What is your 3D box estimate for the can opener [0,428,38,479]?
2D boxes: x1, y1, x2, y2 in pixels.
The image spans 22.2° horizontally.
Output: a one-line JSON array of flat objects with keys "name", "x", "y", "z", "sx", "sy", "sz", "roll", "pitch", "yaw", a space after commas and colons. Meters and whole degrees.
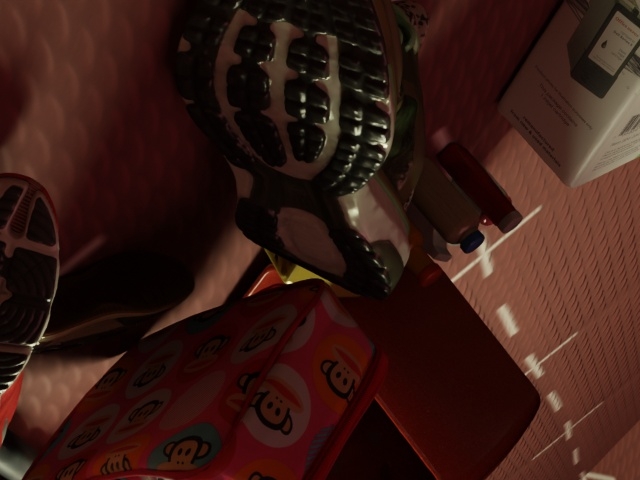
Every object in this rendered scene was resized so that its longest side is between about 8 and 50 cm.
[{"name": "can opener", "x": -0.259, "y": 0.224, "z": 1.409, "sx": 0.076, "sy": 0.095, "sz": 0.283, "roll": -37, "pitch": 161, "yaw": -7}]

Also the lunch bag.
[{"name": "lunch bag", "x": -0.091, "y": 0.138, "z": 1.308, "sx": 0.293, "sy": 0.120, "sz": 0.258, "roll": -19, "pitch": -150, "yaw": 47}]

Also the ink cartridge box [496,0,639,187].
[{"name": "ink cartridge box", "x": 0.311, "y": -0.196, "z": 1.467, "sx": 0.198, "sy": 0.114, "sz": 0.273, "roll": -24, "pitch": 156, "yaw": -38}]

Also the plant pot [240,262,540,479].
[{"name": "plant pot", "x": 0.048, "y": 0.167, "z": 1.559, "sx": 0.236, "sy": 0.267, "sz": 0.267, "roll": -20, "pitch": 157, "yaw": -46}]

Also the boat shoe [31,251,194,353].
[{"name": "boat shoe", "x": -0.169, "y": 0.049, "z": 1.254, "sx": 0.152, "sy": 0.056, "sz": 0.049, "roll": -13, "pitch": 154, "yaw": -33}]

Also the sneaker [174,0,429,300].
[{"name": "sneaker", "x": 0.011, "y": -0.119, "z": 1.148, "sx": 0.410, "sy": 0.158, "sz": 0.182, "roll": 85, "pitch": 27, "yaw": -65}]

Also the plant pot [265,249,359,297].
[{"name": "plant pot", "x": 0.000, "y": 0.000, "z": 1.407, "sx": 0.083, "sy": 0.081, "sz": 0.081, "roll": -8, "pitch": 146, "yaw": -38}]

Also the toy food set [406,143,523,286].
[{"name": "toy food set", "x": 0.129, "y": -0.015, "z": 1.557, "sx": 0.111, "sy": 0.104, "sz": 0.232, "roll": -44, "pitch": 160, "yaw": 14}]

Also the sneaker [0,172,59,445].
[{"name": "sneaker", "x": -0.241, "y": 0.061, "z": 1.104, "sx": 0.118, "sy": 0.107, "sz": 0.279, "roll": -82, "pitch": -167, "yaw": -59}]
